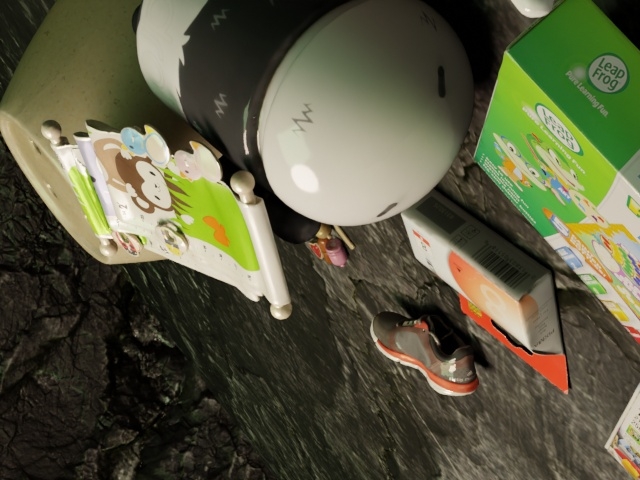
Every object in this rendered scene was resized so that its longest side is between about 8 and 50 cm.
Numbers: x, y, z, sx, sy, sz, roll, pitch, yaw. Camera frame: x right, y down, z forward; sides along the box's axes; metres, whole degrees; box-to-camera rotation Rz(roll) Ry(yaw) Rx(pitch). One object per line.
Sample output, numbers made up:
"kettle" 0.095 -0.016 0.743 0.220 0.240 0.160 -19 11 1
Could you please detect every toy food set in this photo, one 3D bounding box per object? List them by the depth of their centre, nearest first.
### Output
"toy food set" 0.000 0.000 1.387 0.078 0.019 0.122 52 164 -1

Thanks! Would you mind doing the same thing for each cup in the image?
"cup" -0.149 -0.113 1.130 0.331 0.237 0.331 45 160 21

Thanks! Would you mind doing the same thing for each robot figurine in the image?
"robot figurine" -0.017 -0.128 0.877 0.278 0.173 0.209 40 164 36

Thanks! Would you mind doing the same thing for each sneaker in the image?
"sneaker" 0.110 0.098 1.265 0.158 0.061 0.064 32 129 48

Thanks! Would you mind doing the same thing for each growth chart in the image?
"growth chart" -0.116 -0.023 0.927 0.237 0.021 0.172 18 145 37

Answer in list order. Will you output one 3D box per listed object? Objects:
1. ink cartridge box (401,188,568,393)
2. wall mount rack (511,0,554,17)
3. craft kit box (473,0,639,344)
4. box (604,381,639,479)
"ink cartridge box" 0.143 0.055 1.068 0.145 0.045 0.179 40 158 38
"wall mount rack" 0.205 -0.078 0.435 0.304 0.130 0.350 48 165 12
"craft kit box" 0.193 0.002 0.698 0.250 0.061 0.246 49 174 9
"box" 0.252 0.160 0.681 0.207 0.036 0.114 48 160 25
